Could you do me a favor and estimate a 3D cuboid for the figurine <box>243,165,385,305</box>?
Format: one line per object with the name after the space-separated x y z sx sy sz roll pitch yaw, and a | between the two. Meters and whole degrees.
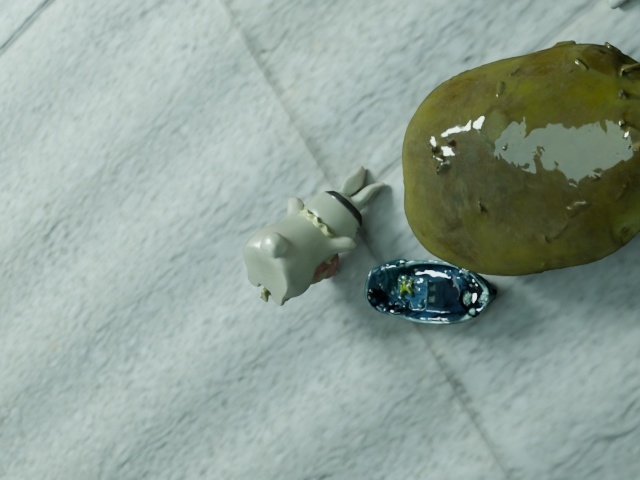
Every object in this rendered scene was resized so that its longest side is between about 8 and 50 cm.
-0.008 -0.005 1.625 0.081 0.146 0.098 48 147 8 | figurine

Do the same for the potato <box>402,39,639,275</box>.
0.198 -0.071 1.459 0.296 0.141 0.192 -13 87 30 | potato

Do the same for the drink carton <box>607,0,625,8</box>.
0.312 -0.256 1.418 0.200 0.074 0.084 -33 74 28 | drink carton

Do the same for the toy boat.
0.101 0.048 1.569 0.137 0.061 0.060 6 95 32 | toy boat
